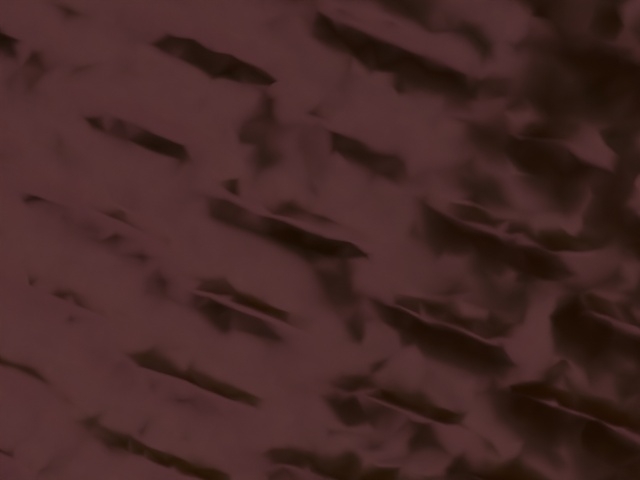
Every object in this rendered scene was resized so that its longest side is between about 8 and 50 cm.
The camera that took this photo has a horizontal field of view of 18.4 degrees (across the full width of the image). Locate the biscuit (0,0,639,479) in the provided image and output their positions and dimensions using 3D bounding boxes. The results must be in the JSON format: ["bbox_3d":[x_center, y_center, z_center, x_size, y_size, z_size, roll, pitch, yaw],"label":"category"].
[{"bbox_3d":[0.036,0.003,0.479,0.318,0.040,0.317,3,110,9],"label":"biscuit"}]
